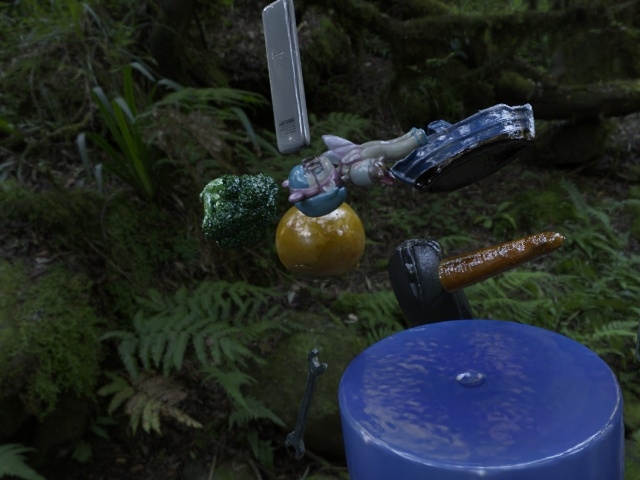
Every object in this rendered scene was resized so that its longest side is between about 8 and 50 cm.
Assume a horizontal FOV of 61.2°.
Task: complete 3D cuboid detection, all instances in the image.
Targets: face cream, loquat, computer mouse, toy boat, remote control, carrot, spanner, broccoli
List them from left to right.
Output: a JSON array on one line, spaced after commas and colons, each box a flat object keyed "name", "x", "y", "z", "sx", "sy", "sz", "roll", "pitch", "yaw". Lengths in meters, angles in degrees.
[{"name": "broccoli", "x": -0.167, "y": -0.065, "z": 1.129, "sx": 0.195, "sy": 0.195, "sz": 0.156, "roll": -32, "pitch": 55, "yaw": -33}, {"name": "remote control", "x": -0.057, "y": -0.281, "z": 0.928, "sx": 0.067, "sy": 0.260, "sz": 0.029, "roll": -9, "pitch": -3, "yaw": 40}, {"name": "spanner", "x": -0.029, "y": 0.333, "z": 1.095, "sx": 0.015, "sy": 0.254, "sz": 0.054, "roll": -7, "pitch": 29, "yaw": -44}, {"name": "loquat", "x": 0.000, "y": 0.000, "z": 1.563, "sx": 0.263, "sy": 0.262, "sz": 0.263, "roll": -8, "pitch": 29, "yaw": 5}, {"name": "computer mouse", "x": 0.237, "y": 0.125, "z": 1.172, "sx": 0.138, "sy": 0.269, "sz": 0.086, "roll": -22, "pitch": 9, "yaw": 37}, {"name": "toy boat", "x": 0.282, "y": -0.194, "z": 1.073, "sx": 0.309, "sy": 0.129, "sz": 0.142, "roll": -25, "pitch": 55, "yaw": 1}, {"name": "face cream", "x": 0.151, "y": 0.227, "z": 0.522, "sx": 0.249, "sy": 0.224, "sz": 0.249, "roll": -7, "pitch": 17, "yaw": 2}, {"name": "carrot", "x": 0.296, "y": 0.029, "z": 0.886, "sx": 0.210, "sy": 0.061, "sz": 0.061, "roll": -24, "pitch": 17, "yaw": 38}]

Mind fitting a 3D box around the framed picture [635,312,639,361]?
[{"name": "framed picture", "x": 0.702, "y": 0.197, "z": 1.127, "sx": 0.011, "sy": 0.183, "sz": 0.142, "roll": -3, "pitch": 17, "yaw": 4}]

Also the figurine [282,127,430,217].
[{"name": "figurine", "x": 0.067, "y": -0.113, "z": 0.920, "sx": 0.260, "sy": 0.102, "sz": 0.205, "roll": -24, "pitch": 31, "yaw": -3}]
